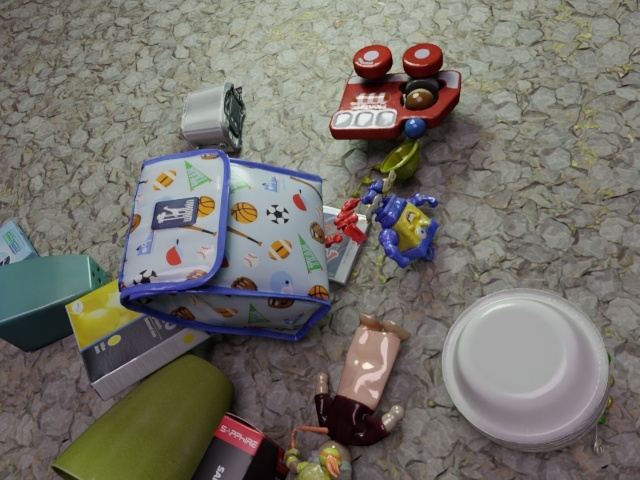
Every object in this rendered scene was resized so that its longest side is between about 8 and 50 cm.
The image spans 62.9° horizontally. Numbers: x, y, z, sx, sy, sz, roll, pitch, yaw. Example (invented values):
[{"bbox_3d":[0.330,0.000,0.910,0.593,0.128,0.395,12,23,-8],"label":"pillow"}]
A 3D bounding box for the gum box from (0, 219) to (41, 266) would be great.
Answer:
[{"bbox_3d":[-0.894,0.055,1.453,0.184,0.041,0.157,-43,61,-9],"label":"gum box"}]

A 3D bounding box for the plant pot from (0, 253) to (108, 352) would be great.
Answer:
[{"bbox_3d":[-0.653,0.135,1.281,0.234,0.166,0.166,-19,59,-4],"label":"plant pot"}]

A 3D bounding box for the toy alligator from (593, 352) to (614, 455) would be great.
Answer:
[{"bbox_3d":[0.497,0.294,0.960,0.051,0.056,0.190,-18,48,56],"label":"toy alligator"}]

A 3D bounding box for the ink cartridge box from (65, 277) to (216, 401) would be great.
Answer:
[{"bbox_3d":[-0.379,0.160,1.153,0.307,0.072,0.303,-32,37,-18],"label":"ink cartridge box"}]

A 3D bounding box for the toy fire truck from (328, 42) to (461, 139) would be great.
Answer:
[{"bbox_3d":[0.190,-0.343,1.301,0.302,0.169,0.254,4,56,18],"label":"toy fire truck"}]

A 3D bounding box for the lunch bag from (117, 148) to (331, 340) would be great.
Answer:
[{"bbox_3d":[-0.188,0.005,1.058,0.385,0.239,0.328,10,55,-19],"label":"lunch bag"}]

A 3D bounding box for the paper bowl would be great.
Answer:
[{"bbox_3d":[0.361,0.221,0.943,0.284,0.148,0.284,-14,54,21],"label":"paper bowl"}]

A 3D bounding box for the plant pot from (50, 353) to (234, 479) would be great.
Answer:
[{"bbox_3d":[-0.304,0.380,1.018,0.274,0.275,0.294,15,50,22],"label":"plant pot"}]

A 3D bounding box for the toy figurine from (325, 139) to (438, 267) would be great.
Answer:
[{"bbox_3d":[0.177,-0.043,1.195,0.217,0.191,0.363,43,46,-10],"label":"toy figurine"}]

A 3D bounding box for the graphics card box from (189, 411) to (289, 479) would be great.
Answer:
[{"bbox_3d":[-0.184,0.510,0.896,0.094,0.233,0.371,19,63,21],"label":"graphics card box"}]

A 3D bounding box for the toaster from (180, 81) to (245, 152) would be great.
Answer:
[{"bbox_3d":[-0.301,-0.346,1.471,0.146,0.129,0.227,-7,62,13],"label":"toaster"}]

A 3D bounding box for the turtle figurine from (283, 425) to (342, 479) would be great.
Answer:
[{"bbox_3d":[-0.011,0.437,0.866,0.269,0.087,0.217,15,74,48],"label":"turtle figurine"}]

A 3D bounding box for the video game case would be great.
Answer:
[{"bbox_3d":[0.000,0.000,1.263,0.201,0.023,0.184,15,66,22],"label":"video game case"}]

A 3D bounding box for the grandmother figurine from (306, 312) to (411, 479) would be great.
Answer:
[{"bbox_3d":[0.072,0.323,1.030,0.207,0.104,0.343,5,63,48],"label":"grandmother figurine"}]
